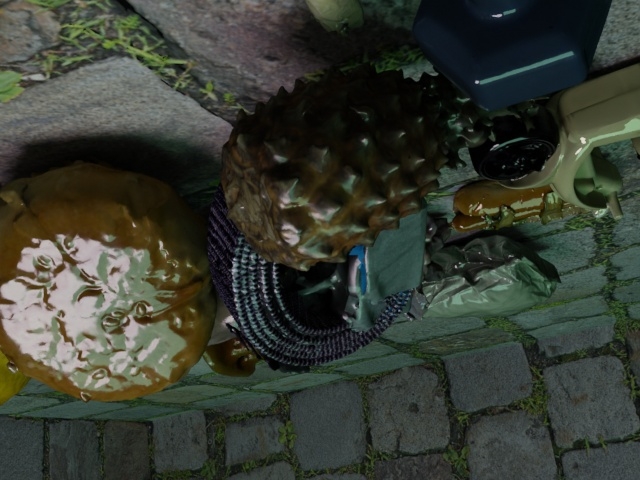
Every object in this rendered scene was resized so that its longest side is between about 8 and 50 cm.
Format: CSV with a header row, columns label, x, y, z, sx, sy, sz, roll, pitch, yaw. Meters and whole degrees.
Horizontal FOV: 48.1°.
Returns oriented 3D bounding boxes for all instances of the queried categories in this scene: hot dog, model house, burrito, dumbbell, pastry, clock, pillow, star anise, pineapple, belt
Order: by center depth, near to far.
label,x,y,z,sx,sy,sz,roll,pitch,yaw
dumbbell,0.108,-0.214,0.473,0.144,0.156,0.316,-43,154,6
burrito,-0.005,-0.220,0.568,0.045,0.041,0.185,30,175,23
pineapple,0.080,-0.103,0.687,0.361,0.175,0.175,-26,170,-28
belt,0.000,0.000,0.854,0.261,0.122,0.324,-13,123,-22
clock,0.391,-0.133,0.869,0.379,0.120,0.276,-19,152,26
pastry,-0.269,0.040,0.888,0.285,0.184,0.315,-16,121,-4
hot dog,0.325,-0.062,1.104,0.270,0.072,0.109,-13,158,9
star anise,0.132,0.036,1.151,0.093,0.229,0.236,19,164,33
model house,-0.109,0.154,1.375,0.239,0.173,0.268,-13,163,15
pillow,0.299,0.087,1.412,0.284,0.138,0.310,-18,161,27

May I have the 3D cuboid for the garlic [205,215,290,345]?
label,x,y,z,sx,sy,sz,roll,pitch,yaw
garlic,-0.090,0.056,1.071,0.238,0.209,0.292,7,165,-21

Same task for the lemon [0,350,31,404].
label,x,y,z,sx,sy,sz,roll,pitch,yaw
lemon,-0.512,0.120,0.989,0.269,0.268,0.322,-1,166,-21
